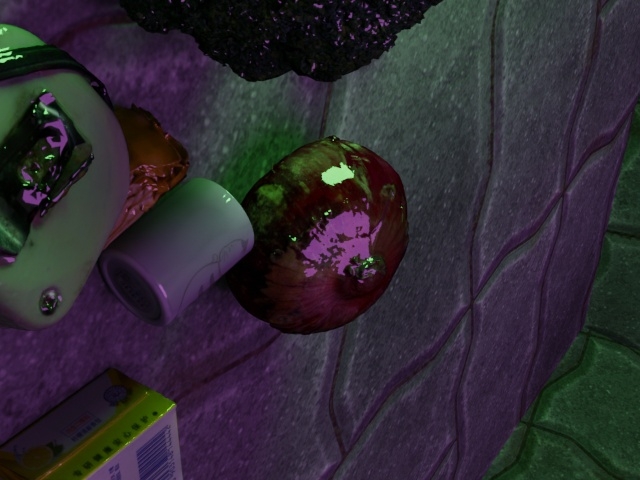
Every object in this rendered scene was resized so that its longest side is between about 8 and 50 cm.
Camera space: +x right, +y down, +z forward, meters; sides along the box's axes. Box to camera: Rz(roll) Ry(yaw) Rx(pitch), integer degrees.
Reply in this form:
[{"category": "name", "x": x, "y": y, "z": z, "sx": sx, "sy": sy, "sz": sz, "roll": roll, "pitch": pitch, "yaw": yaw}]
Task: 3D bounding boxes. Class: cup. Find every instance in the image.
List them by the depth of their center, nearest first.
[{"category": "cup", "x": -0.142, "y": 0.024, "z": 0.843, "sx": 0.133, "sy": 0.099, "sz": 0.136, "roll": -45, "pitch": 145, "yaw": -35}]

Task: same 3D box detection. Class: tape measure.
[{"category": "tape measure", "x": -0.240, "y": -0.064, "z": 0.565, "sx": 0.235, "sy": 0.115, "sz": 0.207, "roll": 49, "pitch": 55, "yaw": -46}]

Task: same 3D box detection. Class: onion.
[{"category": "onion", "x": 0.000, "y": 0.000, "z": 0.972, "sx": 0.246, "sy": 0.190, "sz": 0.246, "roll": -32, "pitch": 142, "yaw": -29}]

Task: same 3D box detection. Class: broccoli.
[{"category": "broccoli", "x": -0.033, "y": -0.280, "z": 0.667, "sx": 0.275, "sy": 0.307, "sz": 0.308, "roll": -86, "pitch": -179, "yaw": -58}]

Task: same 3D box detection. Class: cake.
[{"category": "cake", "x": -0.212, "y": -0.052, "z": 0.736, "sx": 0.185, "sy": 0.116, "sz": 0.079, "roll": -38, "pitch": 151, "yaw": 16}]

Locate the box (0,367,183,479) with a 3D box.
[{"category": "box", "x": -0.238, "y": 0.292, "z": 0.886, "sx": 0.168, "sy": 0.097, "sz": 0.265, "roll": -38, "pitch": 141, "yaw": -41}]
